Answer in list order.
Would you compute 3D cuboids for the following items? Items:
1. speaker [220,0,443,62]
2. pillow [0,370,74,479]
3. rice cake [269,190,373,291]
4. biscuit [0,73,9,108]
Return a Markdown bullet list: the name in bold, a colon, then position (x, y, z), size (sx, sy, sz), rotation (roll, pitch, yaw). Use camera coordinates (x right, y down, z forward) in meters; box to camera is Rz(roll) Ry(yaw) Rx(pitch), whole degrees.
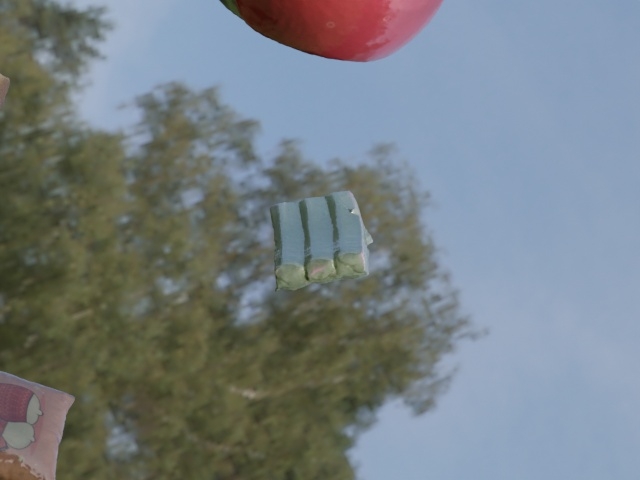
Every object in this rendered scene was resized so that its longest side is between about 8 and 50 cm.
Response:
- **speaker**: position (0.010, -0.328, 1.751), size (0.294, 0.294, 0.294), rotation (29, -51, 43)
- **pillow**: position (-0.493, 0.286, 2.424), size (0.236, 0.223, 0.084), rotation (-85, -163, -50)
- **rice cake**: position (0.000, 0.000, 1.982), size (0.237, 0.127, 0.043), rotation (-92, 169, -67)
- **biscuit**: position (-0.535, -0.143, 2.367), size (0.026, 0.131, 0.236), rotation (22, -86, 16)
